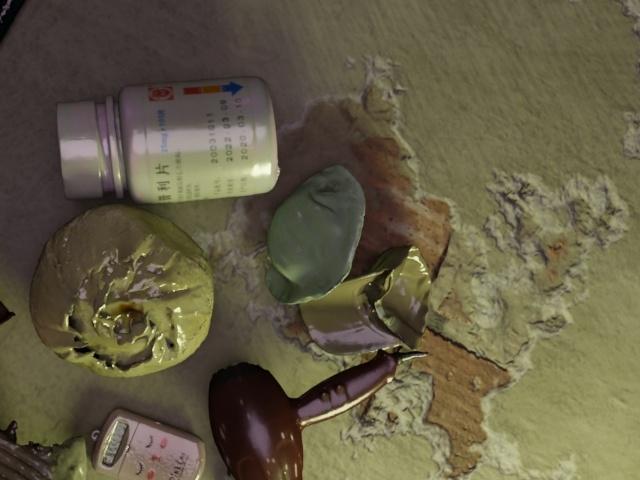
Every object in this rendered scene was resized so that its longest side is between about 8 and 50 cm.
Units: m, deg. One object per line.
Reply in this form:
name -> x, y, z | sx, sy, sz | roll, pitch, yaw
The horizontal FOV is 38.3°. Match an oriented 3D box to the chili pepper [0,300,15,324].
chili pepper -> -0.563, 0.053, 1.192 | 0.229, 0.251, 0.305 | -32, 93, 27

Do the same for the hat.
hat -> 0.067, 0.082, 1.400 | 0.173, 0.144, 0.166 | 5, 129, 26

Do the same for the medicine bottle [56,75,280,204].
medicine bottle -> -0.212, -0.136, 1.282 | 0.292, 0.170, 0.170 | -5, 93, -11

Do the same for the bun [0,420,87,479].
bun -> -0.457, 0.344, 1.239 | 0.281, 0.205, 0.282 | 4, 62, -8

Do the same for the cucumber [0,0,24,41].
cucumber -> -0.440, -0.335, 1.305 | 0.032, 0.032, 0.133 | 29, 86, -10

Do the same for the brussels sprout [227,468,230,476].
brussels sprout -> -0.111, 0.374, 1.383 | 0.050, 0.046, 0.083 | -8, 93, -12

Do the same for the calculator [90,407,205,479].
calculator -> -0.256, 0.314, 1.363 | 0.175, 0.032, 0.100 | 22, 89, -10

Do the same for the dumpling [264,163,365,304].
dumpling -> 0.001, -0.001, 1.349 | 0.152, 0.108, 0.219 | 29, 97, 20

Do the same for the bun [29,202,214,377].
bun -> -0.270, 0.087, 1.260 | 0.259, 0.152, 0.259 | -4, 116, -9

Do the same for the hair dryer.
hair dryer -> 0.027, 0.278, 1.351 | 0.340, 0.123, 0.313 | -25, 85, -8
